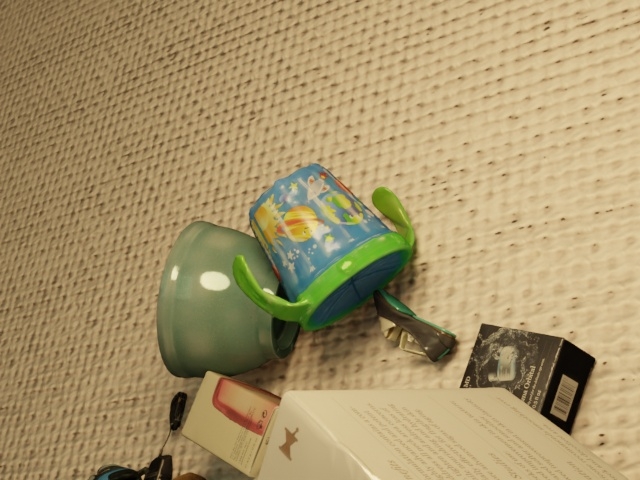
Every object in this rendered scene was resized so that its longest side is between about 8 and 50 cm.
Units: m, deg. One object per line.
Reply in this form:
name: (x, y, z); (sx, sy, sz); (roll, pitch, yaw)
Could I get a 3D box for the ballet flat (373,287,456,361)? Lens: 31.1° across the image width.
ballet flat: (0.142, 0.146, 1.927); (0.203, 0.074, 0.074); (32, 90, 47)

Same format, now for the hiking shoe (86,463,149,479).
hiking shoe: (-0.448, 0.539, 2.155); (0.132, 0.113, 0.304); (-26, 26, 56)

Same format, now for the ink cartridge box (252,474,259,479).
ink cartridge box: (-0.088, 0.508, 1.796); (0.307, 0.129, 0.223); (-42, 85, 16)

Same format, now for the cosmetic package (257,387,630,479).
cosmetic package: (0.147, 0.401, 1.452); (0.329, 0.394, 0.327); (37, 116, 50)

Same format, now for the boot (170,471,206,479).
boot: (-0.315, 0.545, 2.125); (0.305, 0.112, 0.115); (-38, 30, 12)

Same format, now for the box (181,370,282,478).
box: (-0.107, 0.327, 1.978); (0.232, 0.149, 0.126); (17, 83, 53)

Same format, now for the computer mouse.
computer mouse: (-0.293, 0.408, 2.228); (0.071, 0.041, 0.242); (-26, 42, 55)

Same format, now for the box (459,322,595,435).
box: (0.298, 0.219, 1.709); (0.158, 0.093, 0.156); (7, 72, 48)

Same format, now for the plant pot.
plant pot: (-0.146, 0.118, 2.098); (0.196, 0.293, 0.293); (6, 69, 19)

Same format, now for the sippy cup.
sippy cup: (0.000, 0.000, 1.971); (0.240, 0.305, 0.224); (-43, 73, 19)
